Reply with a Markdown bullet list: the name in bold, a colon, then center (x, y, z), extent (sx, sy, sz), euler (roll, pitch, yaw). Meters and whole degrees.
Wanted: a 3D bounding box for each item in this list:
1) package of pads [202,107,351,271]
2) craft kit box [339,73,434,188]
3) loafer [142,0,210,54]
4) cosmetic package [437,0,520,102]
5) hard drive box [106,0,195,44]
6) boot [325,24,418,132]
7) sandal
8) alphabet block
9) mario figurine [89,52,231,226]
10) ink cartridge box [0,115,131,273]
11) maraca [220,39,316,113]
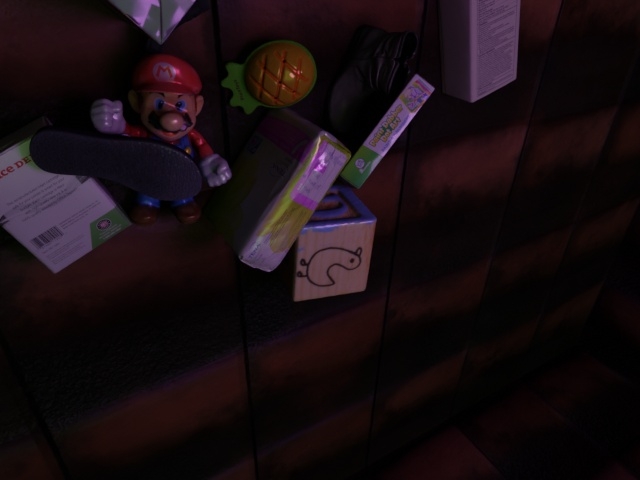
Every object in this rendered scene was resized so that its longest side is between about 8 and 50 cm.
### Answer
- **package of pads**: center (-0.095, -0.111, 0.939), extent (0.101, 0.229, 0.296), euler (26, 102, -43)
- **craft kit box**: center (0.131, -0.228, 1.030), extent (0.061, 0.246, 0.249), euler (37, 96, -1)
- **loafer**: center (-0.220, -0.402, 0.764), extent (0.078, 0.076, 0.223), euler (26, 98, -35)
- **cosmetic package**: center (0.374, -0.509, 1.091), extent (0.160, 0.113, 0.309), euler (-30, 131, -16)
- **hard drive box**: center (-0.291, -0.378, 0.622), extent (0.089, 0.232, 0.181), euler (-51, 133, 4)
- **boot**: center (0.103, -0.330, 0.981), extent (0.084, 0.161, 0.246), euler (4, 116, -37)
- **sandal**: center (-0.315, -0.134, 0.742), extent (0.255, 0.054, 0.097), euler (14, 119, -21)
- **alphabet block**: center (0.000, 0.000, 1.086), extent (0.193, 0.193, 0.197), euler (-6, 123, -17)
- **mario figurine**: center (-0.273, -0.160, 0.815), extent (0.198, 0.170, 0.320), euler (-40, 150, -49)
- **ink cartridge box**: center (-0.465, -0.076, 0.793), extent (0.160, 0.092, 0.219), euler (-35, 132, -12)
- **maraca**: center (-0.099, -0.315, 0.899), extent (0.186, 0.099, 0.127), euler (-17, 123, 6)
